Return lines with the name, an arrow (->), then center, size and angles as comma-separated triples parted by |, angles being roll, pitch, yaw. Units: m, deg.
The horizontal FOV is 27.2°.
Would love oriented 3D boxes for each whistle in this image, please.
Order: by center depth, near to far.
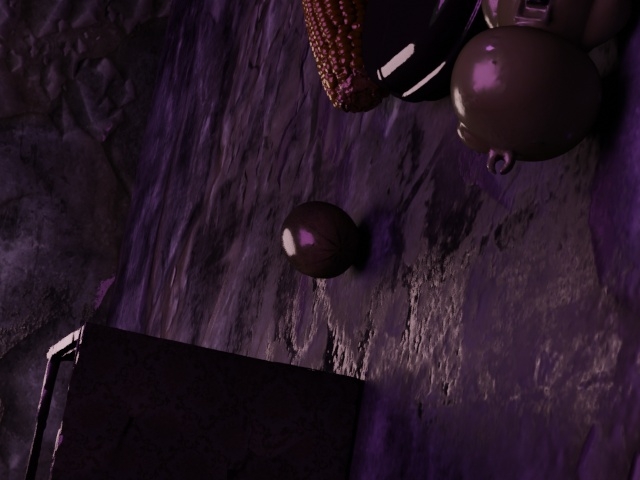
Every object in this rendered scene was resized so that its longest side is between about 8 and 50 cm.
whistle -> 0.208, -0.186, 1.172 | 0.294, 0.141, 0.141 | -62, 12, -22

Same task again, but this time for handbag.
handbag -> 0.136, -0.287, 1.468 | 0.308, 0.093, 0.254 | 152, 129, -67

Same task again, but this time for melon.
melon -> 0.000, 0.000, 1.659 | 0.130, 0.098, 0.098 | -139, 64, -67

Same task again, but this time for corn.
corn -> 0.036, -0.291, 1.747 | 0.322, 0.119, 0.119 | -101, 30, -45

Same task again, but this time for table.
table -> -0.167, 0.250, 1.585 | 0.272, 0.335, 0.222 | 150, 131, -67
